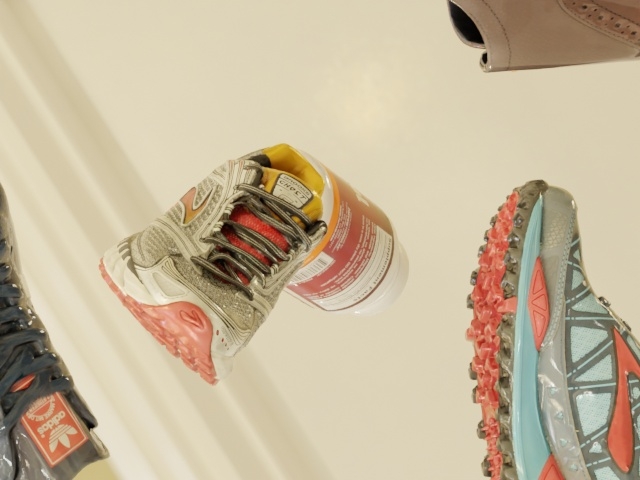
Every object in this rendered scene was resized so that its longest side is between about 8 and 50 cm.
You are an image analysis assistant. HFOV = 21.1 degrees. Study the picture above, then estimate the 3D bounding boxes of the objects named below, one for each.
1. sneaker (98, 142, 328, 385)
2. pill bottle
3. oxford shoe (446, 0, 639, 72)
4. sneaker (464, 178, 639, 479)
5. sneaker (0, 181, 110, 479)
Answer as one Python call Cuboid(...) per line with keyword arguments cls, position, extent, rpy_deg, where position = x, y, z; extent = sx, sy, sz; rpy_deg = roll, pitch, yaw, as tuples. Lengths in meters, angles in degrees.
Cuboid(cls="sneaker", position=(-0.049, -0.001, 0.907), extent=(0.093, 0.088, 0.225), rpy_deg=(-43, 10, 17))
Cuboid(cls="pill bottle", position=(0.000, 0.000, 1.160), extent=(0.086, 0.086, 0.152), rpy_deg=(-34, -30, 13))
Cuboid(cls="oxford shoe", position=(0.097, -0.105, 0.627), extent=(0.271, 0.097, 0.098), rpy_deg=(20, -58, -40))
Cuboid(cls="sneaker", position=(0.153, 0.095, 0.976), extent=(0.125, 0.262, 0.104), rpy_deg=(-4, -2, -10))
Cuboid(cls="sneaker", position=(-0.216, 0.093, 1.169), extent=(0.131, 0.148, 0.350), rpy_deg=(-36, -40, -34))
